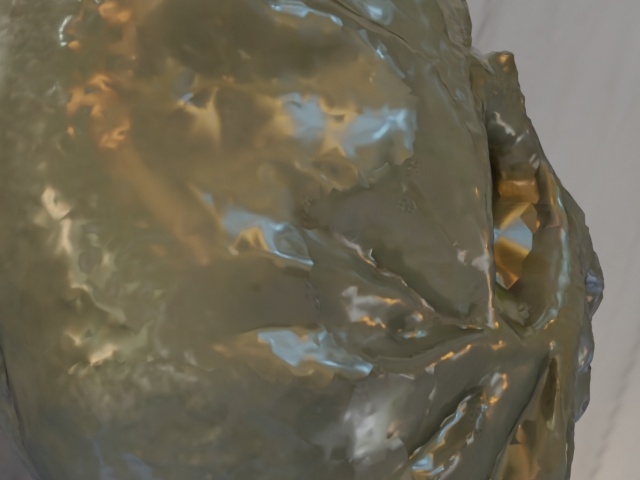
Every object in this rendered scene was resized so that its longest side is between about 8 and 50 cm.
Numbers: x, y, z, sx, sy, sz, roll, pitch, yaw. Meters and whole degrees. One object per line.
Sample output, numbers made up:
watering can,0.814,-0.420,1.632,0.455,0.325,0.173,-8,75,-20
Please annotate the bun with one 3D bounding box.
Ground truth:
bun,-0.003,-0.004,0.801,0.194,0.354,0.354,-21,129,29
